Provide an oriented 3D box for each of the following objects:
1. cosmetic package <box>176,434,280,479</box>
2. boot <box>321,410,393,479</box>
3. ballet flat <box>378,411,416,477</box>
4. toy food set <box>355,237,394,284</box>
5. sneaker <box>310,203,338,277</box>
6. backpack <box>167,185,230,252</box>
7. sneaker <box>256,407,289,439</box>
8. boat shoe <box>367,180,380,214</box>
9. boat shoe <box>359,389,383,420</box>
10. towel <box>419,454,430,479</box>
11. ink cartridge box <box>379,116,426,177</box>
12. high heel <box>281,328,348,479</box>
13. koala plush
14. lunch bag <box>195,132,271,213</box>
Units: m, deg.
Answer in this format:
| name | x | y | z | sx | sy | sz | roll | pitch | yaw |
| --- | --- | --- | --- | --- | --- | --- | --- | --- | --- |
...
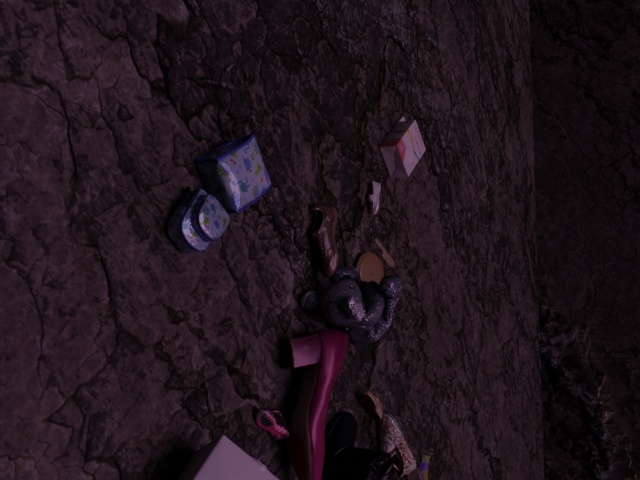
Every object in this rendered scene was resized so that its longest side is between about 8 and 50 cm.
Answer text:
| name | x | y | z | sx | sy | sz | roll | pitch | yaw |
| --- | --- | --- | --- | --- | --- | --- | --- | --- | --- |
| cosmetic package | -0.229 | 0.570 | 1.309 | 0.197 | 0.155 | 0.365 | 42 | 47 | -6 |
| boot | 0.096 | 0.543 | 1.807 | 0.246 | 0.207 | 0.094 | -48 | 127 | -46 |
| ballet flat | 0.219 | 0.612 | 2.105 | 0.077 | 0.091 | 0.241 | -40 | 120 | -23 |
| toy food set | 0.136 | 0.097 | 2.044 | 0.132 | 0.038 | 0.192 | 54 | 52 | -31 |
| sneaker | 0.000 | 0.000 | 1.830 | 0.071 | 0.066 | 0.189 | 10 | 75 | -39 |
| backpack | -0.246 | -0.036 | 1.432 | 0.105 | 0.084 | 0.114 | 55 | 49 | -36 |
| sneaker | -0.112 | 0.414 | 1.658 | 0.057 | 0.047 | 0.119 | -87 | 153 | -43 |
| boat shoe | 0.151 | -0.124 | 2.075 | 0.035 | 0.035 | 0.100 | 13 | 81 | -27 |
| boat shoe | 0.146 | 0.461 | 2.030 | 0.135 | 0.050 | 0.045 | 68 | 34 | -43 |
| towel | 0.342 | 0.748 | 2.340 | 0.060 | 0.009 | 0.083 | 25 | 68 | -52 |
| ink cartridge box | 0.264 | -0.296 | 2.213 | 0.198 | 0.067 | 0.115 | -55 | 131 | -42 |
| high heel | 0.013 | 0.406 | 1.721 | 0.181 | 0.127 | 0.378 | -2 | 88 | -31 |
| koala plush | 0.072 | 0.166 | 1.812 | 0.221 | 0.196 | 0.204 | 16 | 86 | -59 |
| lunch bag | -0.176 | -0.145 | 1.529 | 0.151 | 0.096 | 0.129 | -37 | 119 | -39 |
